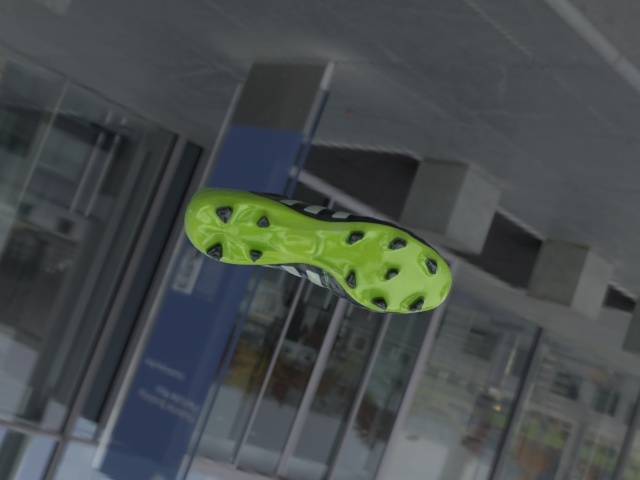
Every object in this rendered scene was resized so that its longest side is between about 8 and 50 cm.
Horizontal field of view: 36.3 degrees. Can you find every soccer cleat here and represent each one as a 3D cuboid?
[{"bbox_3d":[0.000,0.000,0.628,0.179,0.060,0.072,16,-164,-16],"label":"soccer cleat"}]
